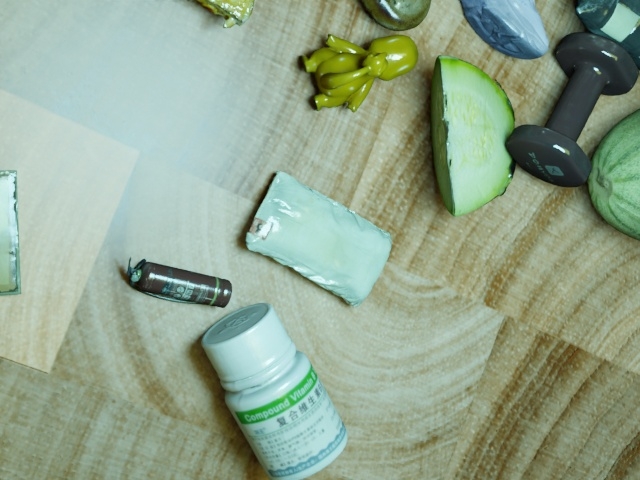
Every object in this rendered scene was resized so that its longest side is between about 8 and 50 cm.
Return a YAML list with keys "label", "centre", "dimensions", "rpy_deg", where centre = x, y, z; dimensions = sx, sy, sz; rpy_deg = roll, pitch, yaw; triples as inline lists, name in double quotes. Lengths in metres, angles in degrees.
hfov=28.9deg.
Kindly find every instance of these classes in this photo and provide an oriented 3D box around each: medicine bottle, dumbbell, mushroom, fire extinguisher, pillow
- label: "medicine bottle"
  centre: [-0.067, 0.216, 1.780]
  dimensions: [0.139, 0.139, 0.237]
  rpy_deg: [-31, 106, -19]
- label: "dumbbell"
  centre: [0.395, -0.205, 1.946]
  dimensions: [0.140, 0.124, 0.225]
  rpy_deg: [42, 70, -42]
- label: "mushroom"
  centre: [0.109, -0.370, 1.839]
  dimensions: [0.109, 0.085, 0.126]
  rpy_deg: [-41, 112, -54]
- label: "fire extinguisher"
  centre: [-0.205, 0.061, 1.753]
  dimensions: [0.158, 0.043, 0.064]
  rpy_deg: [14, 131, -25]
- label: "pillow"
  centre: [0.000, 0.000, 1.838]
  dimensions: [0.229, 0.051, 0.128]
  rpy_deg: [29, 75, -25]
- label: "pillow"
  centre: [0.499, -0.363, 1.998]
  dimensions: [0.250, 0.106, 0.186]
  rpy_deg: [32, 50, -23]

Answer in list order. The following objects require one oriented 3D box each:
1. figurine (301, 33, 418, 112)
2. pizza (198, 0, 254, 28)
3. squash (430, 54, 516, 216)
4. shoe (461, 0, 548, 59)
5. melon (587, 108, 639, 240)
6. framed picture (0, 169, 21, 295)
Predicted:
- label: "figurine"
  centre: [0.069, -0.255, 1.808]
  dimensions: [0.176, 0.122, 0.121]
  rpy_deg: [-23, 101, -21]
- label: "pizza"
  centre: [-0.187, -0.383, 1.715]
  dimensions: [0.199, 0.062, 0.188]
  rpy_deg: [-2, 83, -19]
- label: "squash"
  centre: [0.244, -0.168, 1.883]
  dimensions: [0.155, 0.204, 0.237]
  rpy_deg: [-4, 100, -4]
- label: "shoe"
  centre: [0.281, -0.394, 1.911]
  dimensions: [0.245, 0.095, 0.137]
  rpy_deg: [46, 78, -15]
- label: "melon"
  centre: [0.587, -0.111, 1.995]
  dimensions: [0.329, 0.248, 0.249]
  rpy_deg: [-11, 99, -22]
- label: "framed picture"
  centre: [-0.508, -0.005, 1.622]
  dimensions: [0.231, 0.010, 0.173]
  rpy_deg: [-2, 95, -25]
